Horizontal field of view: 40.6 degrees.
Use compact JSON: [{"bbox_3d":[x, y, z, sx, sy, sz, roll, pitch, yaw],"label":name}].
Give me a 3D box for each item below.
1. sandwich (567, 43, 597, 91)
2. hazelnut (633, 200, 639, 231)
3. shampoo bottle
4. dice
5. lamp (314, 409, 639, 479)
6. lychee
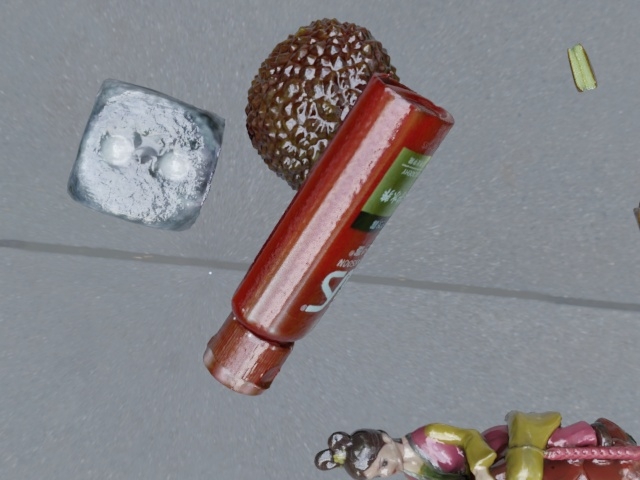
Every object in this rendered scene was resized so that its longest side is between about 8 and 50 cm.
[{"bbox_3d":[0.383,-0.242,1.261,0.030,0.044,0.083,-17,58,23],"label":"sandwich"},{"bbox_3d":[0.551,-0.028,1.246,0.170,0.202,0.161,-21,118,25],"label":"hazelnut"},{"bbox_3d":[0.001,0.000,0.774,0.076,0.118,0.314,38,106,15],"label":"shampoo bottle"},{"bbox_3d":[-0.247,-0.121,1.227,0.183,0.182,0.182,17,94,-15],"label":"dice"},{"bbox_3d":[0.128,0.184,0.639,0.253,0.118,0.118,6,87,-22],"label":"lamp"},{"bbox_3d":[0.012,-0.148,0.949,0.188,0.188,0.188,0,88,-7],"label":"lychee"}]
